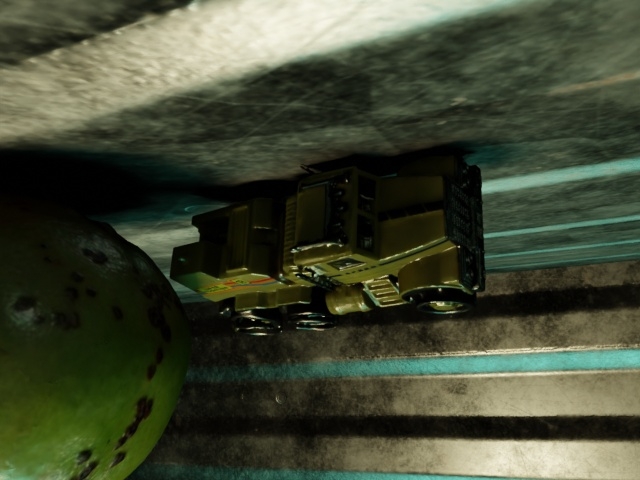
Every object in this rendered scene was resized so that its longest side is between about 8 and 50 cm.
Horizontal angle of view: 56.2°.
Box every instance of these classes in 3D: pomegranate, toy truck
[{"bbox_3d":[-0.245,0.120,0.458,0.290,0.323,0.291,12,155,6],"label":"pomegranate"},{"bbox_3d":[0.004,0.001,0.499,0.257,0.127,0.127,-9,156,30],"label":"toy truck"}]
